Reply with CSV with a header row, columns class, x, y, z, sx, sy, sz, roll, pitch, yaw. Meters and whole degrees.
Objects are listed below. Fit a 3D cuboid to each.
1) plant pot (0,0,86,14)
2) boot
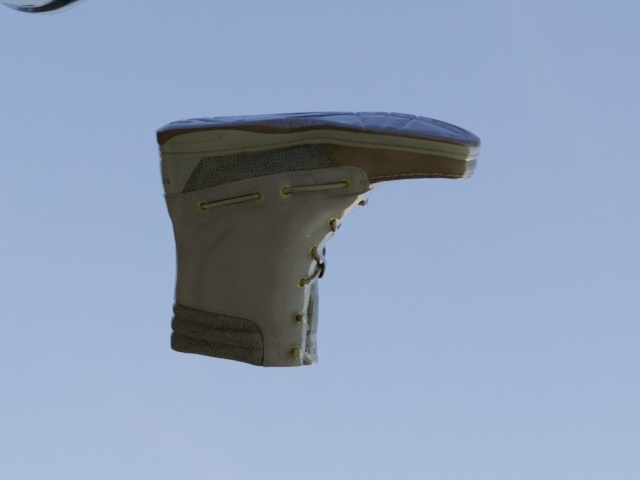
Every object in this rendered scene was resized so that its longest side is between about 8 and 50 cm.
class,x,y,z,sx,sy,sz,roll,pitch,yaw
plant pot,-0.234,-0.264,0.902,0.255,0.272,0.271,4,-30,-38
boot,0.000,0.000,1.200,0.213,0.077,0.165,0,-80,7
